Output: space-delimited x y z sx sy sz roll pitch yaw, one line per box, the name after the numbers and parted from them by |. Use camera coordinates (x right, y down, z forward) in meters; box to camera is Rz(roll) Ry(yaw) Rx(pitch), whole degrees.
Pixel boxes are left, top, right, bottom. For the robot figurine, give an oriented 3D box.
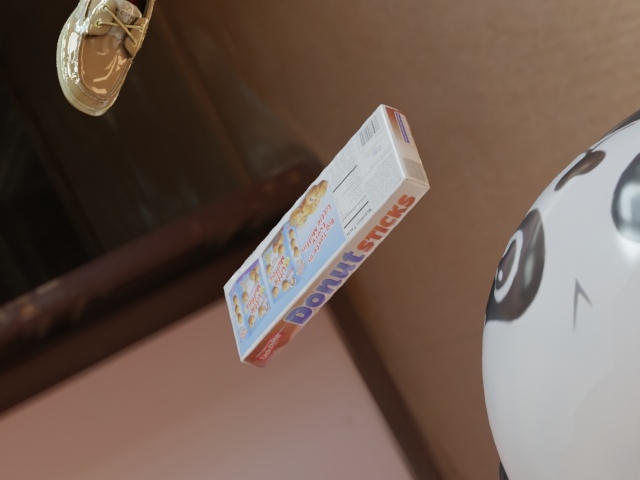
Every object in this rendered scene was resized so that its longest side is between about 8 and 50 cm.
0.166 0.014 0.565 0.173 0.278 0.209 22 121 30 | robot figurine

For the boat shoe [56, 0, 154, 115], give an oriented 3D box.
-0.137 -0.145 1.184 0.045 0.050 0.135 -34 40 46 | boat shoe

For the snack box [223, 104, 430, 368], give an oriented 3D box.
0.000 0.000 1.099 0.178 0.022 0.064 -48 41 33 | snack box
